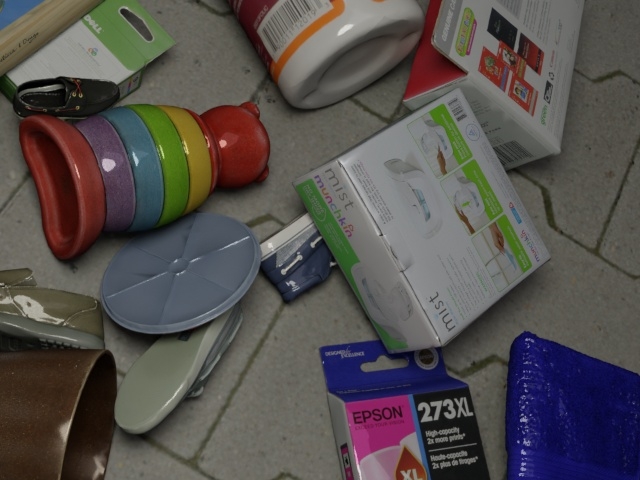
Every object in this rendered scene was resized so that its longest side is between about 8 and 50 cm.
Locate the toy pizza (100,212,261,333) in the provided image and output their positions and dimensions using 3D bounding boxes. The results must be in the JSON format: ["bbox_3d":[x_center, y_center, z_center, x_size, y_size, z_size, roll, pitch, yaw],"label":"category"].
[{"bbox_3d":[-0.167,0.042,1.125,0.201,0.032,0.201,-9,42,8],"label":"toy pizza"}]

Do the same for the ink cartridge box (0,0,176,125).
[{"bbox_3d":[-0.305,-0.230,1.219,0.109,0.062,0.209,46,63,3],"label":"ink cartridge box"}]

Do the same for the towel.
[{"bbox_3d":[0.331,0.286,1.173,0.227,0.076,0.308,22,59,-27],"label":"towel"}]

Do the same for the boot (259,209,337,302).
[{"bbox_3d":[0.000,0.000,1.230,0.190,0.069,0.086,-35,96,-24],"label":"boot"}]

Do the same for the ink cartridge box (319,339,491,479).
[{"bbox_3d":[0.119,0.293,1.145,0.175,0.069,0.371,-4,68,-20],"label":"ink cartridge box"}]

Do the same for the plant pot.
[{"bbox_3d":[-0.353,0.203,0.966,0.230,0.215,0.215,9,66,1],"label":"plant pot"}]

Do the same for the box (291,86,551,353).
[{"bbox_3d":[0.135,-0.025,1.195,0.231,0.126,0.262,-34,97,-31],"label":"box"}]

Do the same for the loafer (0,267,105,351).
[{"bbox_3d":[-0.367,0.077,1.069,0.251,0.094,0.087,19,52,-15],"label":"loafer"}]

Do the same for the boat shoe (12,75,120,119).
[{"bbox_3d":[-0.309,-0.177,1.140,0.133,0.042,0.049,-11,73,-24],"label":"boat shoe"}]

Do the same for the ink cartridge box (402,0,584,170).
[{"bbox_3d":[0.236,-0.303,1.332,0.271,0.130,0.310,33,59,-30],"label":"ink cartridge box"}]

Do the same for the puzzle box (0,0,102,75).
[{"bbox_3d":[-0.467,-0.313,1.158,0.272,0.052,0.409,33,57,13],"label":"puzzle box"}]

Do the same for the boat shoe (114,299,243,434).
[{"bbox_3d":[-0.156,0.145,1.102,0.079,0.081,0.228,11,52,29],"label":"boat shoe"}]

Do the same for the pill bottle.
[{"bbox_3d":[-0.044,-0.400,1.283,0.224,0.224,0.392,-25,78,-25],"label":"pill bottle"}]

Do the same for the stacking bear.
[{"bbox_3d":[-0.194,-0.098,1.151,0.289,0.164,0.176,-18,98,-33],"label":"stacking bear"}]
